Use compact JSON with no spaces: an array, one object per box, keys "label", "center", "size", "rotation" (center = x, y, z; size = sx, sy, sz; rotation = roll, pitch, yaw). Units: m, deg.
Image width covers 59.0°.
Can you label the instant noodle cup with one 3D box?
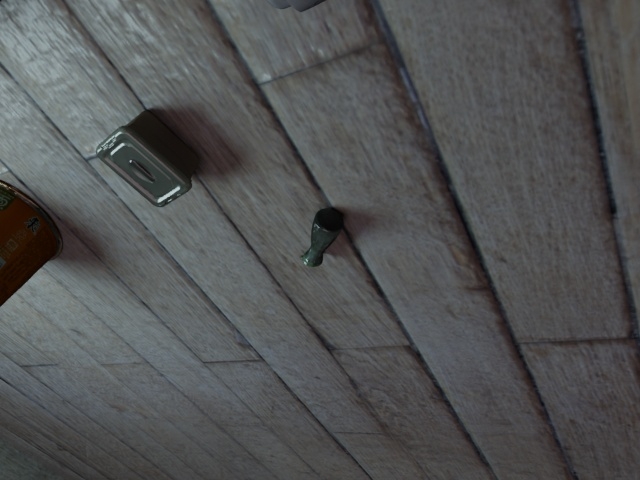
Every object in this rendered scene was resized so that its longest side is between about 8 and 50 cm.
[{"label":"instant noodle cup","center":[-0.612,0.024,1.000],"size":[0.230,0.182,0.230],"rotation":[11,140,10]}]

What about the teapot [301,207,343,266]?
[{"label":"teapot","center":[0.000,0.000,0.837],"size":[0.042,0.043,0.111],"rotation":[21,144,-2]}]

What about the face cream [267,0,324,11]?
[{"label":"face cream","center":[-0.012,-0.261,0.511],"size":[0.095,0.091,0.091],"rotation":[-13,130,22]}]

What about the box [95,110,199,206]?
[{"label":"box","center":[-0.235,-0.115,0.784],"size":[0.089,0.062,0.122],"rotation":[-23,125,39]}]
